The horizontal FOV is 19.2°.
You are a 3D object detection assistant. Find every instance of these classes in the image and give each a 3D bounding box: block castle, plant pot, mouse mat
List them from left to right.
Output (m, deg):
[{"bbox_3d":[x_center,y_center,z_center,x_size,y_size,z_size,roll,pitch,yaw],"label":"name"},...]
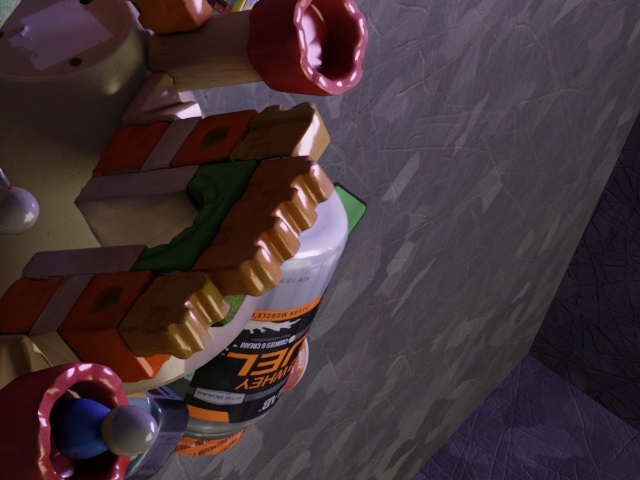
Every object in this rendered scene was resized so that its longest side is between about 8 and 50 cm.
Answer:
[{"bbox_3d":[-0.185,-0.061,1.490,0.256,0.256,0.274,-44,145,-33],"label":"plant pot"},{"bbox_3d":[-0.146,-0.082,1.185,0.303,0.212,0.453,58,45,-33],"label":"block castle"},{"bbox_3d":[0.000,0.000,2.495,0.153,0.007,0.189,-55,163,1],"label":"mouse mat"}]

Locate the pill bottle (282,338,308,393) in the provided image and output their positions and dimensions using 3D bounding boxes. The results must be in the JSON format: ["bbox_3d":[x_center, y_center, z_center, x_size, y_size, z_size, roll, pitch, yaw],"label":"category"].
[{"bbox_3d":[-0.109,0.149,2.275,0.121,0.121,0.216,-61,163,19],"label":"pill bottle"}]

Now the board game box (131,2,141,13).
[{"bbox_3d":[-0.073,-0.287,1.494,0.260,0.030,0.136,-62,-160,-2],"label":"board game box"}]

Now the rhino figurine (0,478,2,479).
[{"bbox_3d":[-0.320,0.293,2.056,0.106,0.073,0.243,-44,162,-23],"label":"rhino figurine"}]

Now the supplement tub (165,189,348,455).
[{"bbox_3d":[-0.104,0.068,2.002,0.193,0.193,0.316,-36,156,-48],"label":"supplement tub"}]

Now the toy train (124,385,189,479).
[{"bbox_3d":[-0.249,0.141,1.742,0.142,0.190,0.334,-56,164,2],"label":"toy train"}]

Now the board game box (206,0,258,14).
[{"bbox_3d":[-0.029,-0.289,1.765,0.170,0.048,0.141,-61,161,19],"label":"board game box"}]
